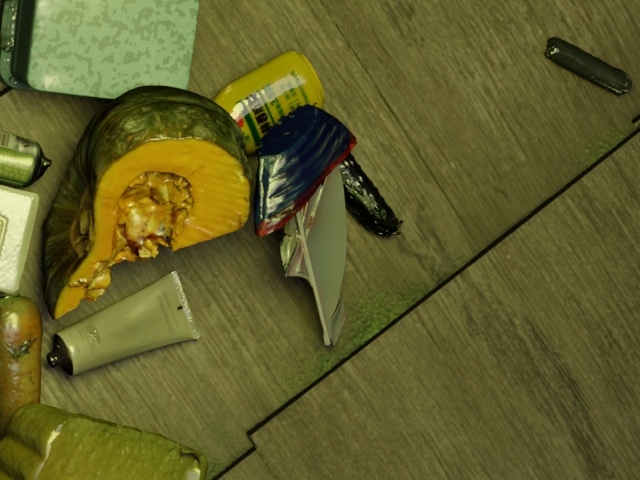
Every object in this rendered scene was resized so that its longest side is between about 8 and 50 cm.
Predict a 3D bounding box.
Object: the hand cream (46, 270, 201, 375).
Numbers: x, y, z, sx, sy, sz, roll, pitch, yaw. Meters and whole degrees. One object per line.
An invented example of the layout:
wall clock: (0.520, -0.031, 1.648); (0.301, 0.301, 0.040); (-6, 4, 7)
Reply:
hand cream: (-0.236, 0.108, 1.909); (0.186, 0.054, 0.087); (-22, 93, -25)

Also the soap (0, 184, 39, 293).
soap: (-0.422, -0.015, 1.830); (0.183, 0.064, 0.121); (14, 87, -19)

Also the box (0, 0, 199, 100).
box: (-0.248, -0.237, 1.856); (0.227, 0.130, 0.162); (4, 104, -21)

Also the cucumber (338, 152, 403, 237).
cucumber: (0.039, -0.071, 2.006); (0.053, 0.053, 0.181); (-44, 105, -14)

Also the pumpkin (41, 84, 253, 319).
pumpkin: (-0.191, -0.039, 1.828); (0.190, 0.139, 0.280); (11, 122, -27)

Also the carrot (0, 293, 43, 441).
carrot: (-0.348, 0.210, 1.861); (0.078, 0.078, 0.298); (-7, 98, -20)

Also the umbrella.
umbrella: (0.353, -0.230, 2.128); (0.133, 0.031, 0.036); (26, 84, -19)

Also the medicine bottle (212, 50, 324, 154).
medicine bottle: (-0.117, -0.133, 1.940); (0.260, 0.064, 0.095); (-30, 121, -12)

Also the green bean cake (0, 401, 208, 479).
green bean cake: (-0.271, 0.311, 1.826); (0.236, 0.124, 0.233); (22, 85, -40)

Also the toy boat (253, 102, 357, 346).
toy boat: (0.006, -0.029, 1.923); (0.318, 0.072, 0.219); (57, 47, -49)

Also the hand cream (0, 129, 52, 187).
hand cream: (-0.422, -0.113, 1.835); (0.235, 0.055, 0.086); (15, 55, -18)
